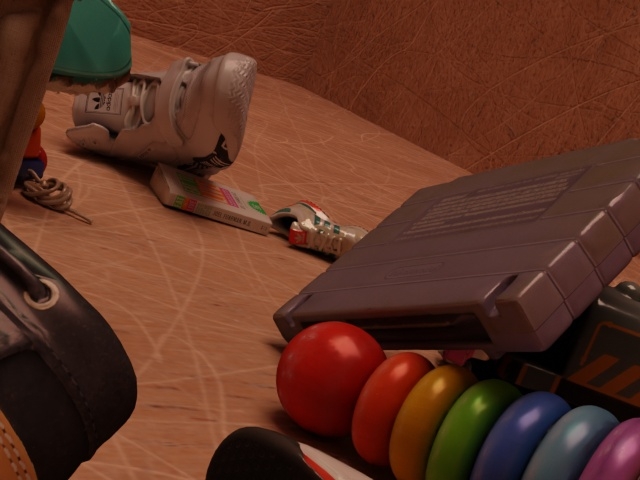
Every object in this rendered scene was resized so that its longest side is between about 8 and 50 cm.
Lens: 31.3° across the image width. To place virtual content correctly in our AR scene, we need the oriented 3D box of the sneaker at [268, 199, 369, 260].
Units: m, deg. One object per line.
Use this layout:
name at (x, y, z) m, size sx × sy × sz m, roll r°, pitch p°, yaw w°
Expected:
sneaker at (0.000, 0.000, 1.479) m, size 0.161 × 0.057 × 0.075 m, roll 31°, pitch 32°, yaw 34°

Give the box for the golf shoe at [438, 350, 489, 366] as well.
golf shoe at (0.222, 0.095, 1.277) m, size 0.140 × 0.115 × 0.306 m, roll 28°, pitch 14°, yaw 14°

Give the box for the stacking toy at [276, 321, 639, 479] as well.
stacking toy at (0.109, 0.143, 0.824) m, size 0.330 × 0.141 × 0.141 m, roll 24°, pitch 11°, yaw 31°

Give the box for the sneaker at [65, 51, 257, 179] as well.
sneaker at (-0.214, -0.170, 1.488) m, size 0.210 × 0.137 × 0.366 m, roll 13°, pitch -11°, yaw -14°

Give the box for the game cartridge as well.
game cartridge at (0.131, 0.011, 0.963) m, size 0.230 × 0.068 × 0.355 m, roll -35°, pitch 13°, yaw -28°

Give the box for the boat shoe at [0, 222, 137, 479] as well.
boat shoe at (-0.274, -0.012, 0.616) m, size 0.156 × 0.186 × 0.500 m, roll -32°, pitch 48°, yaw -28°

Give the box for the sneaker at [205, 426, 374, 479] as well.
sneaker at (0.067, 0.192, 0.616) m, size 0.270 × 0.090 × 0.145 m, roll 33°, pitch 15°, yaw 31°

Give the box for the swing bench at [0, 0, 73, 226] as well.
swing bench at (-0.326, -0.117, 0.904) m, size 0.165 × 0.253 × 0.254 m, roll 21°, pitch 11°, yaw -1°

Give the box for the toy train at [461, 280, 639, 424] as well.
toy train at (0.284, 0.139, 0.979) m, size 0.334 × 0.190 × 0.142 m, roll 21°, pitch 11°, yaw -3°

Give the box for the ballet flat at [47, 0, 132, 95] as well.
ballet flat at (-0.386, -0.245, 1.127) m, size 0.409 × 0.147 × 0.147 m, roll 20°, pitch 11°, yaw -24°

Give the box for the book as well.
book at (-0.143, -0.050, 1.488) m, size 0.144 × 0.035 × 0.096 m, roll 17°, pitch 16°, yaw -26°

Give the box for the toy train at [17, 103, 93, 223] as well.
toy train at (-0.324, -0.133, 1.250) m, size 0.248 × 0.143 × 0.105 m, roll 25°, pitch 13°, yaw 17°
